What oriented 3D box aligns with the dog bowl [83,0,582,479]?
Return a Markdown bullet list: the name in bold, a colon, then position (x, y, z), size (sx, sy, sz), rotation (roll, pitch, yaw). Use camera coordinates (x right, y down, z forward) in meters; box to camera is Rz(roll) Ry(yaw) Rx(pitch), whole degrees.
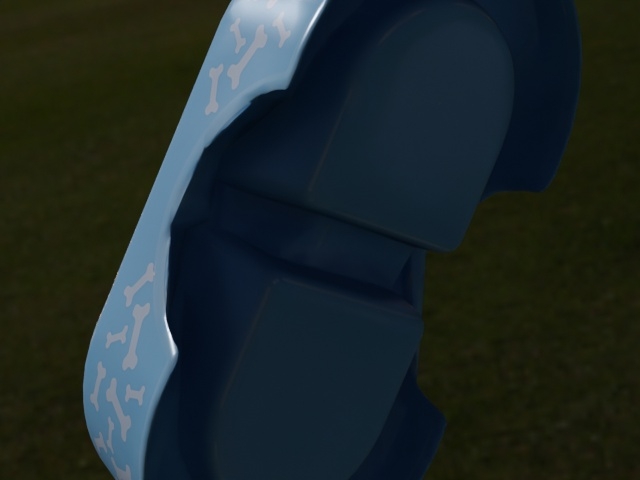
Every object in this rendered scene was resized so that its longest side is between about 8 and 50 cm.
- **dog bowl**: position (0.000, 0.000, 0.773), size (0.166, 0.297, 0.074), rotation (18, 6, -45)
